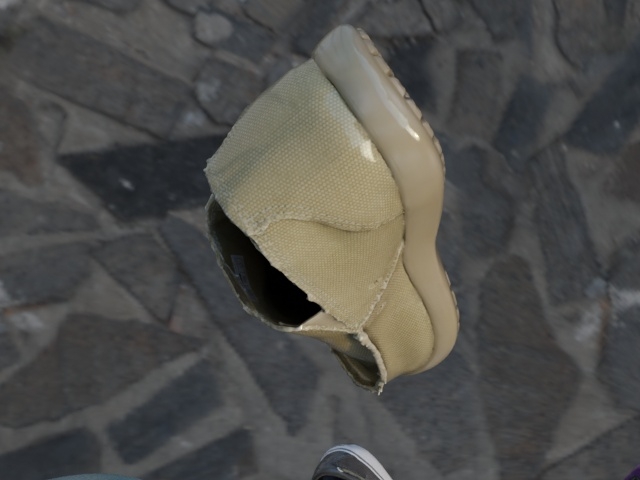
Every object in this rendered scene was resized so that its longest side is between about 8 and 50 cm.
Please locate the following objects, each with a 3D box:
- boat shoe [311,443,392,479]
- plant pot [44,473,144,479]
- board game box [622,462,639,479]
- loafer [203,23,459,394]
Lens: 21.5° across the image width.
[{"bbox_3d":[0.076,0.289,1.577,0.080,0.076,0.228,-41,85,24],"label":"boat shoe"},{"bbox_3d":[-0.201,0.289,1.179,0.252,0.248,0.247,-22,83,29],"label":"plant pot"},{"bbox_3d":[0.336,0.287,1.729,0.347,0.208,0.056,-46,66,5],"label":"board game box"},{"bbox_3d":[0.000,0.000,0.743,0.092,0.268,0.102,-26,64,-7],"label":"loafer"}]
